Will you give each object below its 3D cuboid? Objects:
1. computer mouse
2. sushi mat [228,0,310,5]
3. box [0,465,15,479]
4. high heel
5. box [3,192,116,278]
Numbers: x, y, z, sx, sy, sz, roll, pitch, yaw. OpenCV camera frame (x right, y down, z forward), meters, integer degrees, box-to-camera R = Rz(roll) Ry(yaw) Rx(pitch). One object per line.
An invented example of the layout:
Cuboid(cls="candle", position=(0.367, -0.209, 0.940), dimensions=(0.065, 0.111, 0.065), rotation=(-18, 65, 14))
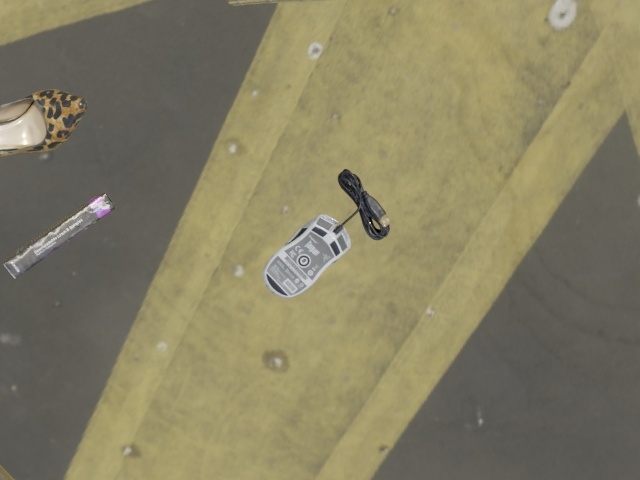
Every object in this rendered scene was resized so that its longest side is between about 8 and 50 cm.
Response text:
Cuboid(cls="computer mouse", position=(0.000, 0.000, 1.439), dimensions=(0.193, 0.042, 0.106), rotation=(-40, 100, 10))
Cuboid(cls="sushi mat", position=(-0.067, -0.333, 1.261), dimensions=(0.151, 0.019, 0.316), rotation=(33, 167, -39))
Cuboid(cls="box", position=(-0.478, 0.382, 1.292), dimensions=(0.296, 0.294, 0.182), rotation=(32, 88, 31))
Cuboid(cls="high heel", position=(-0.502, -0.172, 1.654), dimensions=(0.261, 0.186, 0.093), rotation=(-12, 95, 35))
Cuboid(cls="box", position=(-0.354, -0.008, 1.428), dimensions=(0.162, 0.116, 0.029), rotation=(-35, 101, -11))
